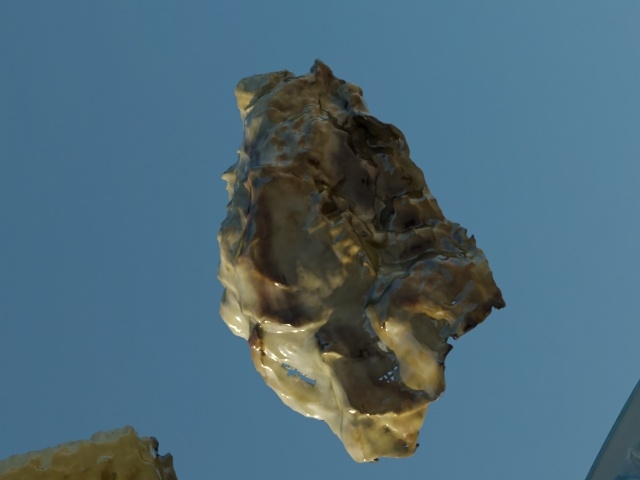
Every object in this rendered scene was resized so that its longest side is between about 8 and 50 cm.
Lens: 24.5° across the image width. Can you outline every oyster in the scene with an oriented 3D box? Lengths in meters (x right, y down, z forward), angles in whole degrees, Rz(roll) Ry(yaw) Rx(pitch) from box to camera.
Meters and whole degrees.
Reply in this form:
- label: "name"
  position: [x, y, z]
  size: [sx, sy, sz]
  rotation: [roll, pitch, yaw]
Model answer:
- label: "oyster"
  position: [-0.004, 0.000, 1.157]
  size: [0.107, 0.201, 0.354]
  rotation: [33, -158, -54]

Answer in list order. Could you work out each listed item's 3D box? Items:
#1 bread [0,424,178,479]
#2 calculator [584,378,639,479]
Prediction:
- label: "bread"
  position: [-0.185, 0.253, 0.911]
  size: [0.162, 0.262, 0.204]
  rotation: [14, -141, -48]
- label: "calculator"
  position: [0.255, 0.134, 0.844]
  size: [0.054, 0.256, 0.386]
  rotation: [44, -111, -21]
